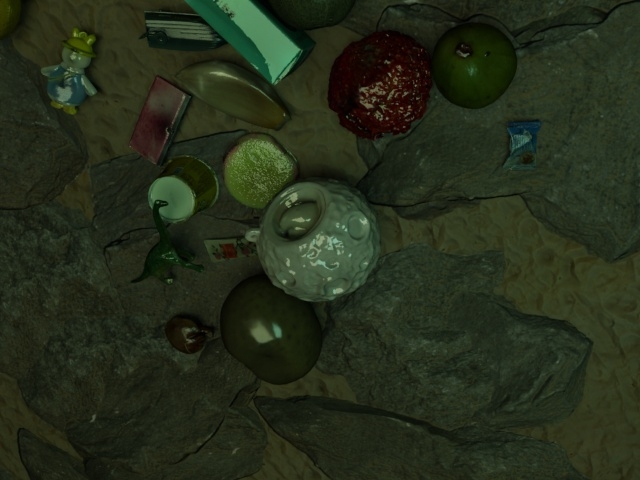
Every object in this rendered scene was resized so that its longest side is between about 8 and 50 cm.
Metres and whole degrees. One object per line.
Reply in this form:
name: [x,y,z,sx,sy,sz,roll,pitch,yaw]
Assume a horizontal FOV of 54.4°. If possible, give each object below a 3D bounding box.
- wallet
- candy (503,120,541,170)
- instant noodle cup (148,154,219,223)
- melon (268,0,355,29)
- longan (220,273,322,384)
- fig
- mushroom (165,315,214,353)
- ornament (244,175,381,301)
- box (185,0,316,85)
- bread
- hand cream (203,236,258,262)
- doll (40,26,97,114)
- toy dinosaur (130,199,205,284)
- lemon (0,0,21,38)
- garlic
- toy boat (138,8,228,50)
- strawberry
wallet: [-0.454,-0.335,1.752,0.119,0.025,0.232,33,114,7]
candy: [0.522,-0.243,1.617,0.088,0.038,0.136,-4,119,-3]
instant noodle cup: [-0.396,-0.138,1.764,0.182,0.144,0.182,4,113,9]
melon: [-0.027,-0.646,1.438,0.238,0.237,0.301,-5,107,12]
longan: [-0.143,0.261,1.826,0.288,0.288,0.350,-27,116,19]
fig: [0.361,-0.417,1.469,0.203,0.225,0.202,1,94,16]
mushroom: [-0.419,0.303,1.989,0.171,0.080,0.135,-7,121,16]
ornament: [0.000,0.000,1.658,0.337,0.337,0.337,4,113,9]
box: [-0.169,-0.539,1.525,0.311,0.205,0.118,42,111,-8]
bread: [-0.174,-0.193,1.763,0.229,0.033,0.228,4,112,10]
hand cream: [-0.236,0.020,1.860,0.234,0.050,0.080,-7,115,20]
doll: [-0.681,-0.461,1.708,0.135,0.099,0.241,37,114,19]
toy dinosaur: [-0.493,0.032,1.795,0.447,0.087,0.301,-24,146,29]
lemon: [-0.888,-0.626,1.625,0.192,0.192,0.231,23,115,0]
garlic: [-0.219,-0.393,1.645,0.318,0.112,0.143,29,137,-10]
toy boat: [-0.340,-0.546,1.621,0.246,0.103,0.092,2,137,-4]
strawberry: [0.141,-0.372,1.531,0.274,0.220,0.274,5,114,13]
